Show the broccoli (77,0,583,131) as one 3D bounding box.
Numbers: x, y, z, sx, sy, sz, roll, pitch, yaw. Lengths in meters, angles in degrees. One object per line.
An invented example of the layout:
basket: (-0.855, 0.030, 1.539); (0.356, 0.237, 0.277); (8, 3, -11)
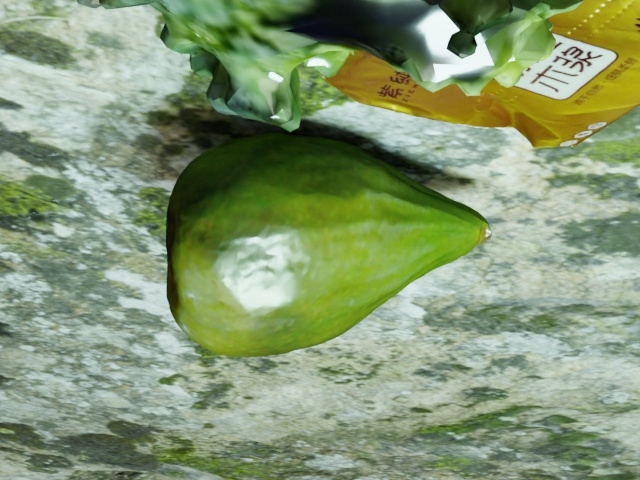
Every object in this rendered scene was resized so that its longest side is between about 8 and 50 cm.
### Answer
broccoli: (0.046, -0.189, 0.668); (0.281, 0.293, 0.348); (-6, 174, 40)

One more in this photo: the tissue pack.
tissue pack: (0.125, -0.138, 1.101); (0.183, 0.092, 0.226); (15, 154, -21)

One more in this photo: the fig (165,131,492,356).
fig: (-0.015, -0.009, 1.410); (0.233, 0.167, 0.167); (-25, 175, -32)
